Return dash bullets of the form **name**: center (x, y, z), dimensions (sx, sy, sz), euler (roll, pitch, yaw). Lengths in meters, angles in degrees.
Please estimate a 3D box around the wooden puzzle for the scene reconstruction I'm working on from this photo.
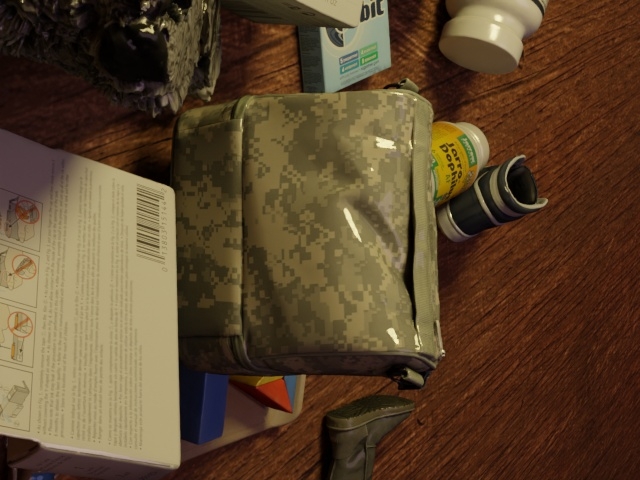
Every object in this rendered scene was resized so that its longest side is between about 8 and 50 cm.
- **wooden puzzle**: center (-0.108, 0.107, 1.199), dimensions (0.348, 0.080, 0.322), euler (-4, 104, -54)

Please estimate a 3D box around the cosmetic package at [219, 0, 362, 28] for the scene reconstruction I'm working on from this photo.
- **cosmetic package**: center (-0.042, -0.342, 1.092), dimensions (0.151, 0.151, 0.183), euler (6, 95, -56)

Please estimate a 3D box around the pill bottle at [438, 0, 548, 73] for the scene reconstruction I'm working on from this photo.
- **pill bottle**: center (0.280, -0.400, 1.527), dimensions (0.153, 0.153, 0.264), euler (34, 73, -53)

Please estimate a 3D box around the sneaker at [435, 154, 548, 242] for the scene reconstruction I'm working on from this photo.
- **sneaker**: center (0.304, -0.083, 1.621), dimensions (0.099, 0.153, 0.282), euler (60, 33, -1)

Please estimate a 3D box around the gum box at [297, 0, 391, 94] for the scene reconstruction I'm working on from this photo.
- **gum box**: center (0.030, -0.299, 1.304), dimensions (0.157, 0.041, 0.184), euler (-32, 126, -45)

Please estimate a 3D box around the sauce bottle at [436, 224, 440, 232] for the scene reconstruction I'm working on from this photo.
- **sauce bottle**: center (0.215, -0.034, 1.643), dimensions (0.128, 0.042, 0.042), euler (-4, 103, -52)

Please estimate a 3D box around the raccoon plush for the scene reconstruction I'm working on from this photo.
- **raccoon plush**: center (-0.256, -0.202, 0.879), dimensions (0.446, 0.299, 0.216), euler (97, -1, -72)

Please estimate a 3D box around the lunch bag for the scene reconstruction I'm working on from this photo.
- **lunch bag**: center (0.000, 0.000, 1.029), dimensions (0.212, 0.256, 0.305), euler (16, 71, -53)

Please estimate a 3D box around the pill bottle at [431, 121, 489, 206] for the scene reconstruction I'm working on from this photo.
- **pill bottle**: center (0.165, -0.111, 1.484), dimensions (0.208, 0.118, 0.117), euler (-27, 121, -48)

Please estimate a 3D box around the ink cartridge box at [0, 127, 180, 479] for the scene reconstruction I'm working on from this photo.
- **ink cartridge box**: center (-0.248, 0.050, 0.879), dimensions (0.261, 0.066, 0.296), euler (21, 50, -37)

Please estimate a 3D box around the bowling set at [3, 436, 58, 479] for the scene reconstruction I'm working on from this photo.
- **bowling set**: center (-0.288, 0.193, 0.881), dimensions (0.287, 0.200, 0.154), euler (4, 96, -59)

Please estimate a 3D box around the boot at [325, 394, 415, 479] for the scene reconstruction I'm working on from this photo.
- **boot**: center (0.068, 0.351, 1.527), dimensions (0.190, 0.076, 0.208), euler (-8, 100, -39)
